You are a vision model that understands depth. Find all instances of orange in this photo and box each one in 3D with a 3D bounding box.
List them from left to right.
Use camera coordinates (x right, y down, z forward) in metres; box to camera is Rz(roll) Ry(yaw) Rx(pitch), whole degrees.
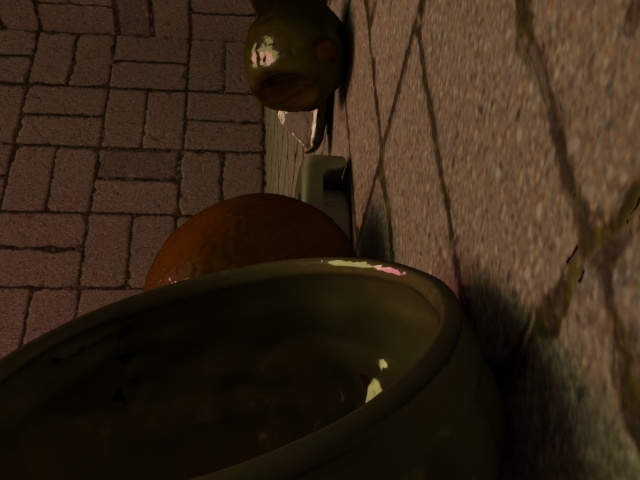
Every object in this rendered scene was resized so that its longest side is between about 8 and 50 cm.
[{"bbox_3d":[-0.062,0.077,0.824,0.264,0.264,0.264,-178,90,-83],"label":"orange"}]

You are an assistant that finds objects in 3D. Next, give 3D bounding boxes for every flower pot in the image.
[{"bbox_3d":[-0.042,0.166,0.450,0.307,0.307,0.244,-112,11,-74],"label":"flower pot"}]

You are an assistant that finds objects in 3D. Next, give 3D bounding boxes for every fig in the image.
[{"bbox_3d":[-0.028,-0.241,1.055,0.154,0.144,0.165,-52,19,1],"label":"fig"}]

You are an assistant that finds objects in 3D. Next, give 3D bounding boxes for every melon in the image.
[{"bbox_3d":[-0.026,-0.236,1.199,0.139,0.093,0.202,115,152,-55],"label":"melon"}]

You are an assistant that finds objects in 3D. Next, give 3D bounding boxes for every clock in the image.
[{"bbox_3d":[0.000,0.000,1.019,0.151,0.062,0.191,109,161,-67],"label":"clock"}]

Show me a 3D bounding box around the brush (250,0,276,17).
[{"bbox_3d":[-0.063,-0.380,1.347,0.197,0.059,0.123,56,-160,-47],"label":"brush"}]
